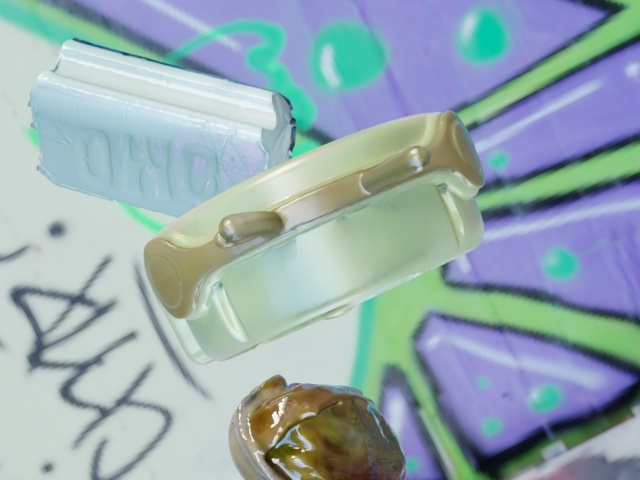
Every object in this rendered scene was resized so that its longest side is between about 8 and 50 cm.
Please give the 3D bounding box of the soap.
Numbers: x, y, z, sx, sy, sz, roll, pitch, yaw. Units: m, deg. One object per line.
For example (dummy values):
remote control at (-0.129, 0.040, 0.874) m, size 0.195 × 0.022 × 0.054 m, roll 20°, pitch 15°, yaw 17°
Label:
soap at (-0.163, -0.103, 1.482) m, size 0.094 × 0.261 × 0.150 m, roll -66°, pitch -13°, yaw -48°

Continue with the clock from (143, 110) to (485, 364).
clock at (0.000, 0.000, 0.936) m, size 0.308 × 0.235 × 0.096 m, roll 108°, pitch 139°, yaw -84°

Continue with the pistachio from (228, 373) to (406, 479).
pistachio at (0.007, 0.192, 1.315) m, size 0.210 × 0.130 × 0.165 m, roll 34°, pitch -153°, yaw -38°
